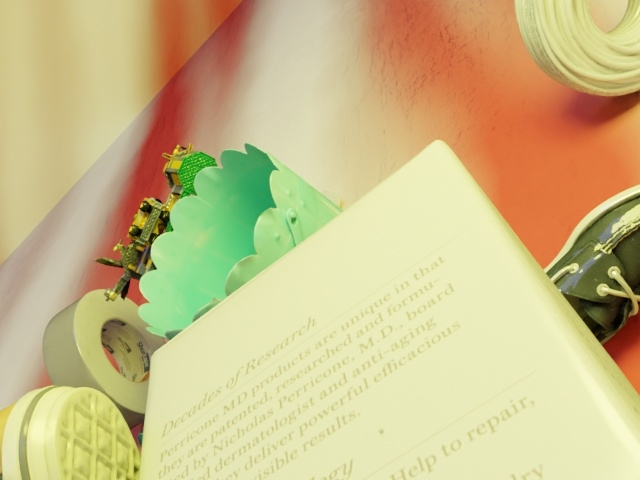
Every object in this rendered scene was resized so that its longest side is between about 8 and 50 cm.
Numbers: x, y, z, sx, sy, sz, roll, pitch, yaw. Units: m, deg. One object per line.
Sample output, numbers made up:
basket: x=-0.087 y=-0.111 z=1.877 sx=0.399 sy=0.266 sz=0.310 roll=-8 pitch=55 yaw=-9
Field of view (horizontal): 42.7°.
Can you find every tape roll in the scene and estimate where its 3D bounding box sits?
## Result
tape roll: x=-0.330 y=0.189 z=1.296 sx=0.072 sy=0.219 sz=0.219 roll=-33 pitch=29 yaw=19

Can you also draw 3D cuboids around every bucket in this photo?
bucket: x=-0.081 y=0.035 z=1.033 sx=0.281 sy=0.183 sz=0.281 roll=-38 pitch=34 yaw=33

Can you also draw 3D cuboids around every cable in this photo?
cable: x=0.372 y=-0.315 z=1.041 sx=0.257 sy=0.257 sz=0.089 roll=-44 pitch=22 yaw=-2

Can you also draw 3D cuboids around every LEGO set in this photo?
LEGO set: x=-0.157 y=0.004 z=1.255 sx=0.192 sy=0.331 sz=0.255 roll=13 pitch=87 yaw=60

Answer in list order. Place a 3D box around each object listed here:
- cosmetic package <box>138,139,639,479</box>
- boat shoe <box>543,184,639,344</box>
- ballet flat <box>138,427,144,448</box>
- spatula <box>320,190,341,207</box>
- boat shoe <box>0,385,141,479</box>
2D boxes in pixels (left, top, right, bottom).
cosmetic package: x=0.093 y=0.205 z=0.590 sx=0.327 sy=0.329 sz=0.394 roll=-37 pitch=27 yaw=12
boat shoe: x=0.266 y=0.060 z=0.818 sx=0.302 sy=0.114 sz=0.091 roll=-45 pitch=24 yaw=23
ballet flat: x=-0.181 y=0.296 z=1.131 sx=0.068 sy=0.072 sz=0.213 roll=-25 pitch=18 yaw=-30
spatula: x=0.000 y=0.000 z=1.347 sx=0.168 sy=0.019 sz=0.242 roll=-46 pitch=27 yaw=-7
boat shoe: x=-0.160 y=0.354 z=0.587 sx=0.156 sy=0.500 sz=0.187 roll=-18 pitch=4 yaw=8
